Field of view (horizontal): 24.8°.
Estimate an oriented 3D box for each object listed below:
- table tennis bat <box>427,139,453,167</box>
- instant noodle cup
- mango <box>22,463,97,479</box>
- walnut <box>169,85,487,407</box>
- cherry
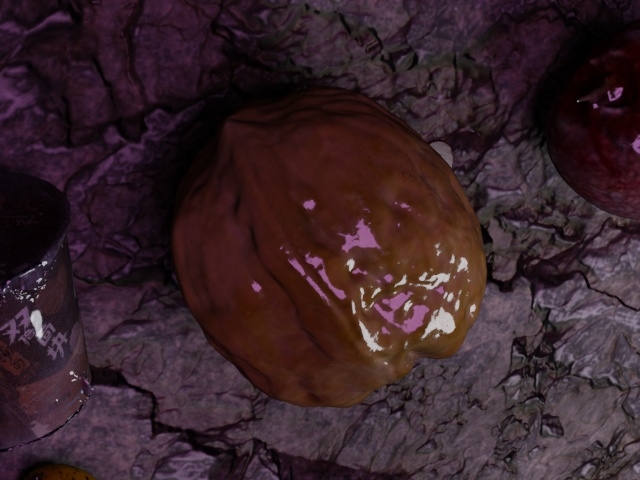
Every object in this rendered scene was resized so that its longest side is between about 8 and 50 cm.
[{"bbox_3d":[0.126,-0.076,1.686,0.050,0.007,0.083,14,102,-33],"label":"table tennis bat"},{"bbox_3d":[-0.324,0.074,1.401,0.217,0.217,0.207,-22,127,-18],"label":"instant noodle cup"},{"bbox_3d":[-0.282,0.287,1.603,0.114,0.057,0.079,31,88,-38],"label":"mango"},{"bbox_3d":[0.000,0.002,1.491,0.306,0.306,0.344,-42,118,-5],"label":"walnut"},{"bbox_3d":[0.389,-0.132,1.689,0.300,0.203,0.230,27,96,-48],"label":"cherry"}]
